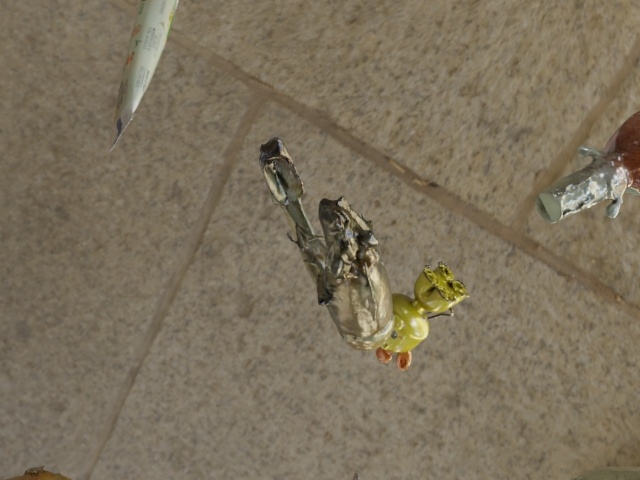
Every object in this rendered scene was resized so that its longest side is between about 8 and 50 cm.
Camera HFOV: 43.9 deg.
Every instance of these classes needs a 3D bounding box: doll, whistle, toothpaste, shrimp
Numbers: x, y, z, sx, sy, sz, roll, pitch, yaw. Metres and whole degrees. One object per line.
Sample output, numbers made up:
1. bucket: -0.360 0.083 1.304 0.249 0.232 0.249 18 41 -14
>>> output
1. doll: 0.168 0.143 1.523 0.143 0.135 0.221 49 116 17
2. whistle: 0.506 -0.120 1.327 0.133 0.346 0.142 23 132 57
3. toothpaste: -0.237 -0.259 1.072 0.056 0.314 0.058 -2 146 12
4. shrimp: 0.000 0.000 0.542 0.051 0.217 0.150 -27 69 -9

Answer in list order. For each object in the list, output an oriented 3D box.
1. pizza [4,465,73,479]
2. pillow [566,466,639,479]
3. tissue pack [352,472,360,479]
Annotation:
1. pizza: -0.283 0.221 0.507 0.134 0.271 0.056 -3 103 38
2. pillow: 0.404 0.299 0.974 0.148 0.229 0.050 -15 72 39
3. tissue pack: 0.044 0.278 0.441 0.092 0.148 0.246 11 106 -15
